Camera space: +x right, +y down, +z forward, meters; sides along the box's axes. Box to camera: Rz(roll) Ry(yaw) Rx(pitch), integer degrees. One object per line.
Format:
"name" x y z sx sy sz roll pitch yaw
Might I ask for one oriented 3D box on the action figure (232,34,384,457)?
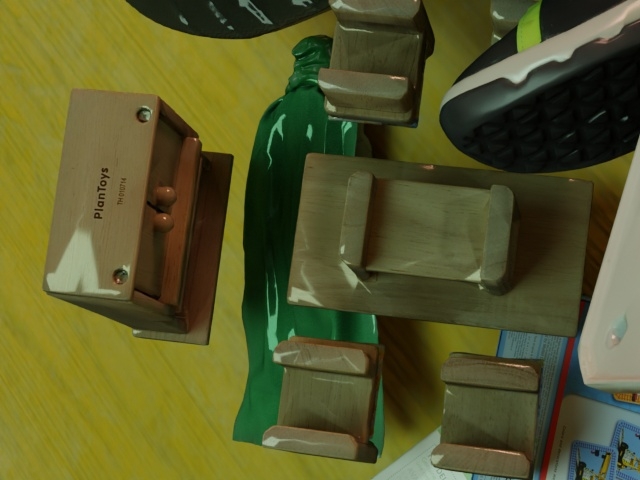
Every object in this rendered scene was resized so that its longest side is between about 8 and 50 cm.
"action figure" 0.000 0.000 0.909 0.137 0.063 0.232 -2 88 49

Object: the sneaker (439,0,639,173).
"sneaker" 0.148 -0.116 0.683 0.235 0.084 0.097 -31 58 8

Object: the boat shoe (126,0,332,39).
"boat shoe" 0.021 -0.176 0.819 0.324 0.120 0.122 0 108 41

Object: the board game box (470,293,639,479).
"board game box" 0.162 0.116 0.748 0.211 0.039 0.160 14 94 46

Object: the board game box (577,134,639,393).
"board game box" 0.233 -0.138 0.432 0.390 0.050 0.390 -15 55 70

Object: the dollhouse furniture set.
"dollhouse furniture set" 0.009 0.000 0.804 0.242 0.161 0.212 6 82 10

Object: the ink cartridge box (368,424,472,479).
"ink cartridge box" 0.067 0.203 0.876 0.235 0.056 0.171 -38 66 17
